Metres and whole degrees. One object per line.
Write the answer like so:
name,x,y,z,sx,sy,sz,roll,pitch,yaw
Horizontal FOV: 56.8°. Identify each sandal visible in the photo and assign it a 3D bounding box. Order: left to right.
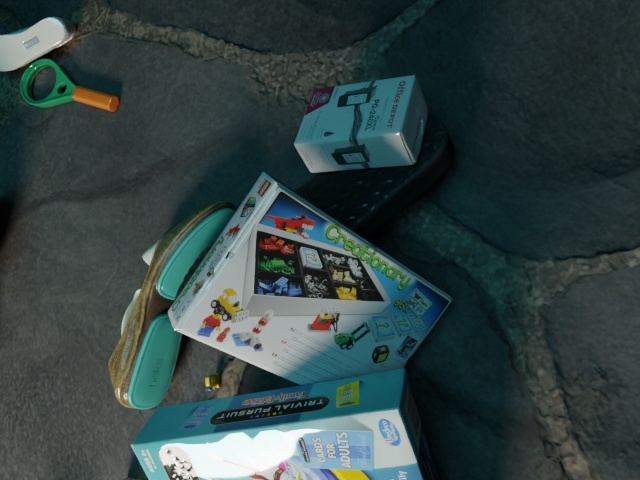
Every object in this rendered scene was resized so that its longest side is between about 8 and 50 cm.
sandal,0.002,0.001,0.812,0.446,0.107,0.167,-36,48,-1

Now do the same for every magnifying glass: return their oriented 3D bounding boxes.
magnifying glass,-0.462,-0.275,1.086,0.231,0.026,0.092,19,88,24

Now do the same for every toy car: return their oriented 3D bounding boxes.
toy car,-0.190,0.255,0.880,0.060,0.040,0.121,5,83,22

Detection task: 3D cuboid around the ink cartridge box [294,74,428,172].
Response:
ink cartridge box,0.056,-0.153,0.782,0.151,0.063,0.109,-1,54,28

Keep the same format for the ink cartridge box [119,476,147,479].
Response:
ink cartridge box,-0.274,0.424,0.877,0.089,0.052,0.122,0,80,21

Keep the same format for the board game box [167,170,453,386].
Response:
board game box,0.001,0.077,0.712,0.192,0.305,0.053,-55,32,4

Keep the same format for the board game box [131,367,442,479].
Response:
board game box,-0.026,0.307,0.724,0.336,0.079,0.253,-14,108,18

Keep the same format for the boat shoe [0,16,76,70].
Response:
boat shoe,-0.544,-0.371,1.112,0.184,0.063,0.066,-23,103,15

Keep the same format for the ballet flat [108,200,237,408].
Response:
ballet flat,-0.238,0.084,0.905,0.124,0.116,0.342,25,94,42
